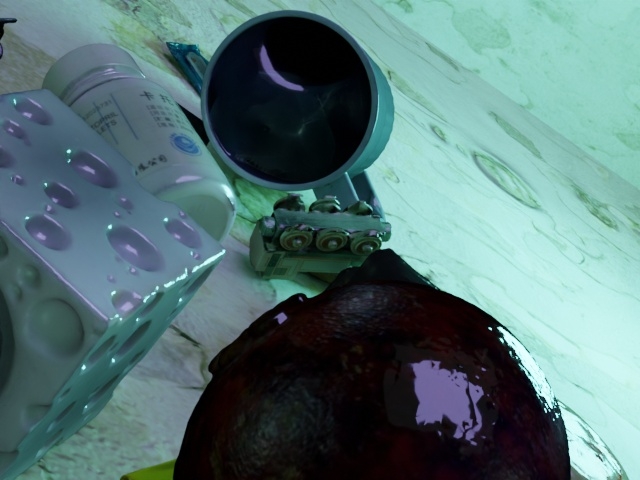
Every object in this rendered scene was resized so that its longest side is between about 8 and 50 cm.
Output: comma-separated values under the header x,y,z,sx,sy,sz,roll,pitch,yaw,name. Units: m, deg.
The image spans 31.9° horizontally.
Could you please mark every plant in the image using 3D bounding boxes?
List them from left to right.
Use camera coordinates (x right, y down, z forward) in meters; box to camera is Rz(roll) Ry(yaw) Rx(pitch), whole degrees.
x,y,z,sx,sy,sz,roll,pitch,yaw,name
0.092,0.110,1.485,0.142,0.164,0.256,37,-2,-25,plant

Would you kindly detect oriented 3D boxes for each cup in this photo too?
x,y,z,sx,sy,sz,roll,pitch,yaw,name
0.009,-0.187,1.741,0.331,0.257,0.311,37,9,6,cup

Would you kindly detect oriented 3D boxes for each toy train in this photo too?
x,y,z,sx,sy,sz,roll,pitch,yaw,name
0.000,0.000,1.560,0.194,0.125,0.081,4,52,-21,toy train

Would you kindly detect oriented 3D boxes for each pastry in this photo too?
x,y,z,sx,sy,sz,roll,pitch,yaw,name
0.300,0.306,1.512,0.264,0.133,0.265,33,20,-13,pastry

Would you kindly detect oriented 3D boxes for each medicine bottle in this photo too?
x,y,z,sx,sy,sz,roll,pitch,yaw,name
-0.236,-0.106,1.403,0.170,0.170,0.293,12,34,-48,medicine bottle

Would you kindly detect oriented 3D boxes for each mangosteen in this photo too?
x,y,z,sx,sy,sz,roll,pitch,yaw,name
0.060,0.201,0.850,0.359,0.306,0.306,49,23,-3,mangosteen

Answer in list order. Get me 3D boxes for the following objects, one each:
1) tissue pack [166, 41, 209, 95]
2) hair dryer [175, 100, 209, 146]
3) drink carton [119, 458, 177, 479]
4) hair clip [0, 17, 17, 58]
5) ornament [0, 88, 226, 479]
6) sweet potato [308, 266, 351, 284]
x,y,z,sx,sy,sz,roll,pitch,yaw,name
-0.212,-0.292,1.966,0.085,0.028,0.138,-6,54,-55,tissue pack
-0.234,-0.133,1.597,0.124,0.071,0.219,35,30,-12,hair dryer
-0.043,0.343,0.943,0.351,0.111,0.154,48,25,20,drink carton
-0.520,-0.340,1.564,0.229,0.070,0.039,38,25,15,hair clip
-0.276,0.042,0.979,0.239,0.240,0.240,42,22,6,ornament
0.048,0.051,1.680,0.314,0.066,0.072,30,31,-27,sweet potato
